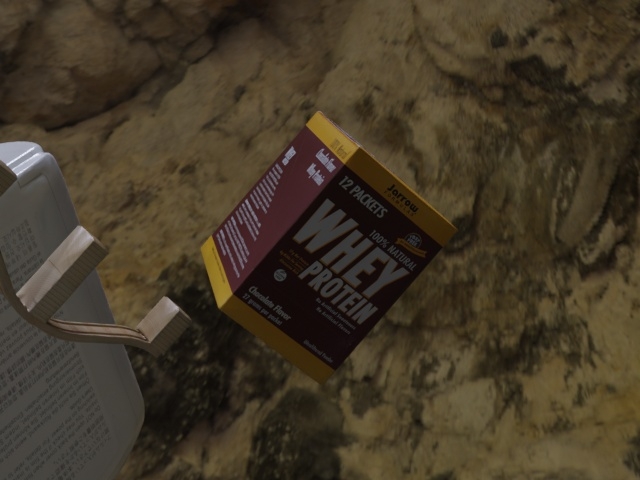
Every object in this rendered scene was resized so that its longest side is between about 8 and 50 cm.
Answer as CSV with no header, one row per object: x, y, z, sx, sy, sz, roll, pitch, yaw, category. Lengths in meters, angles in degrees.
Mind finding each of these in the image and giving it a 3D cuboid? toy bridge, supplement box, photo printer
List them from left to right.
-0.262,0.112,0.833,0.107,0.256,0.307,1,-61,30,photo printer
-0.156,0.022,0.647,0.063,0.026,0.188,-48,-46,-5,toy bridge
0.000,0.000,1.061,0.129,0.191,0.194,39,-84,-19,supplement box
